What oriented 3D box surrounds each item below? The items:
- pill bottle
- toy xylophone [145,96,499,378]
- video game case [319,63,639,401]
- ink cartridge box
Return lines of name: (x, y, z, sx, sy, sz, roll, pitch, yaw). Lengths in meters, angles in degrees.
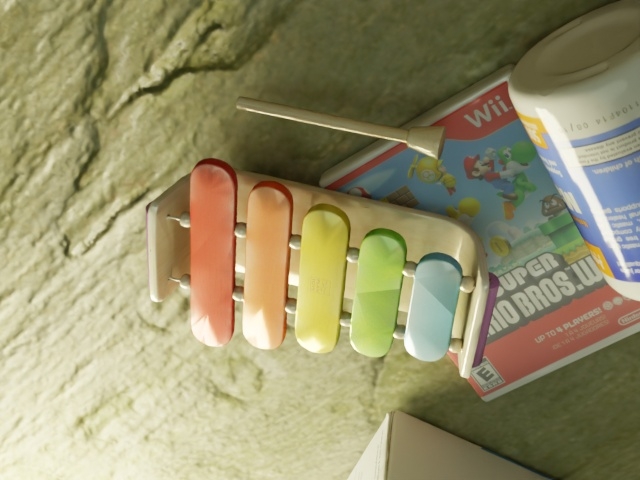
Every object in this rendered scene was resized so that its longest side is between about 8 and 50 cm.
pill bottle: (0.275, -0.046, 0.970, 0.152, 0.152, 0.272, -23, 114, 20)
toy xylophone: (0.000, 0.000, 1.052, 0.322, 0.081, 0.236, 6, 127, 15)
video game case: (0.162, 0.004, 1.090, 0.204, 0.025, 0.285, -29, 112, 22)
ink cartridge box: (0.102, 0.359, 1.244, 0.223, 0.129, 0.307, 24, 121, -7)
